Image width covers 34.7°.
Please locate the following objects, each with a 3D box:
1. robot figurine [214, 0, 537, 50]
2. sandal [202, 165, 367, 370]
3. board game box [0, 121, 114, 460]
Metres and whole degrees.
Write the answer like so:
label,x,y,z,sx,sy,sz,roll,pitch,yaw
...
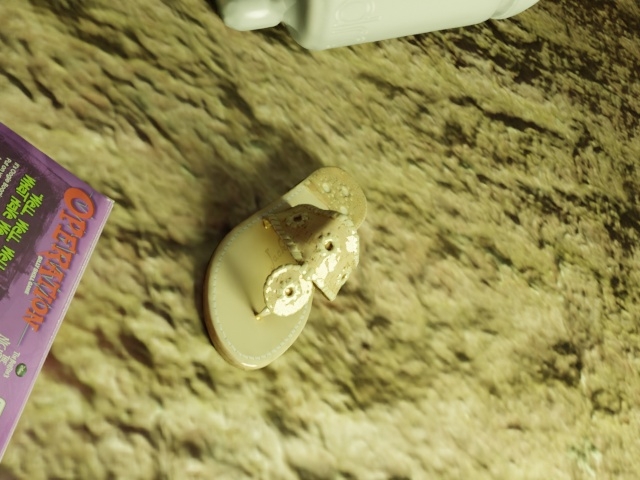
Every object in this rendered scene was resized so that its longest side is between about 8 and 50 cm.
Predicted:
label,x,y,z,sx,sy,sz,roll,pitch,yaw
robot figurine,0.074,-0.280,0.896,0.354,0.300,0.199,-13,69,-11
sandal,-0.004,-0.005,0.757,0.088,0.079,0.240,48,35,-9
board game box,-0.237,0.046,0.474,0.208,0.056,0.346,35,39,-20
